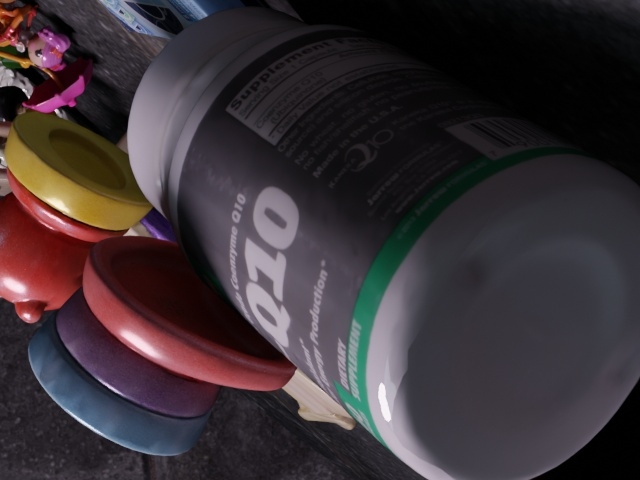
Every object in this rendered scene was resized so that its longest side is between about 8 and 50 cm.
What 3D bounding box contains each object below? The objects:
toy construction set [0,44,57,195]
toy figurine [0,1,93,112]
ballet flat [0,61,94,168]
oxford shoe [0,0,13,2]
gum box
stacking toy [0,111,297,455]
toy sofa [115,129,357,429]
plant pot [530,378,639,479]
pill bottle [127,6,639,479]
[{"bbox_3d":[-0.277,-0.033,1.700,0.237,0.309,0.257,-1,130,19],"label":"toy construction set"},{"bbox_3d":[-0.306,-0.200,1.622,0.159,0.130,0.173,24,143,0],"label":"toy figurine"},{"bbox_3d":[-0.433,-0.196,1.861,0.409,0.147,0.147,44,166,-25],"label":"ballet flat"},{"bbox_3d":[-0.313,-0.258,1.437,0.076,0.076,0.212,33,169,10],"label":"oxford shoe"},{"bbox_3d":[-0.140,-0.213,1.195,0.157,0.041,0.184,45,166,-34],"label":"gum box"},{"bbox_3d":[-0.108,0.061,1.167,0.279,0.130,0.309,21,-160,-34],"label":"stacking toy"},{"bbox_3d":[-0.068,0.023,1.601,0.362,0.150,0.177,40,162,-13],"label":"toy sofa"},{"bbox_3d":[0.266,0.191,1.234,0.215,0.215,0.230,32,-178,24],"label":"plant pot"},{"bbox_3d":[0.030,-0.016,1.010,0.204,0.204,0.361,48,174,-39],"label":"pill bottle"}]
